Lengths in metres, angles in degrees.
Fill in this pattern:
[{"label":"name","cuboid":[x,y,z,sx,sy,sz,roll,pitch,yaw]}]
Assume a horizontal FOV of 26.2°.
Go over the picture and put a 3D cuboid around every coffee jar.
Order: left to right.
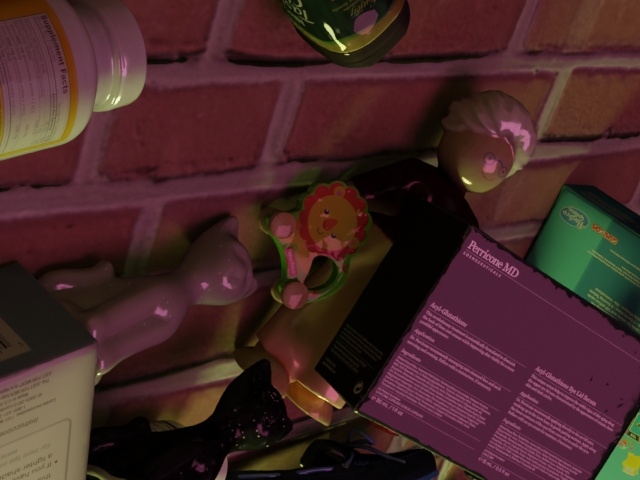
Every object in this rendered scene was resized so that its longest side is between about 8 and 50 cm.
[{"label":"coffee jar","cuboid":[-0.001,-0.204,0.976,0.079,0.096,0.184,-44,145,-6]}]

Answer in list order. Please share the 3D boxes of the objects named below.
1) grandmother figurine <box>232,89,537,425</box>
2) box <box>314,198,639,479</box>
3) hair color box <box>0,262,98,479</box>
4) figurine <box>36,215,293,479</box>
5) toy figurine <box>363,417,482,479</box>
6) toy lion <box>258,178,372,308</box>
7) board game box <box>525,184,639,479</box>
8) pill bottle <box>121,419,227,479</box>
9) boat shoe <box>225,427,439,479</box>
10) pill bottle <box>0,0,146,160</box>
[{"label":"grandmother figurine","cuboid":[0.075,0.008,1.261,0.342,0.104,0.208,-52,141,2]},{"label":"box","cuboid":[0.156,0.109,1.221,0.261,0.103,0.184,32,94,-27]},{"label":"hair color box","cuboid":[-0.283,0.217,1.027,0.185,0.113,0.374,-20,135,-37]},{"label":"figurine","cuboid":[-0.113,0.100,1.099,0.209,0.092,0.215,-24,109,-43]},{"label":"toy figurine","cuboid":[0.176,0.166,1.434,0.213,0.209,0.148,27,88,-54]},{"label":"toy lion","cuboid":[0.000,0.000,1.181,0.096,0.034,0.100,-14,104,-20]},{"label":"board game box","cuboid":[0.307,0.145,1.529,0.079,0.254,0.336,0,122,-50]},{"label":"pill bottle","cuboid":[-0.156,0.201,1.185,0.152,0.086,0.086,-1,122,-49]},{"label":"boat shoe","cuboid":[0.015,0.238,1.403,0.258,0.089,0.109,-7,158,-42]},{"label":"pill bottle","cuboid":[-0.202,-0.099,0.832,0.184,0.103,0.103,-20,135,-39]}]
